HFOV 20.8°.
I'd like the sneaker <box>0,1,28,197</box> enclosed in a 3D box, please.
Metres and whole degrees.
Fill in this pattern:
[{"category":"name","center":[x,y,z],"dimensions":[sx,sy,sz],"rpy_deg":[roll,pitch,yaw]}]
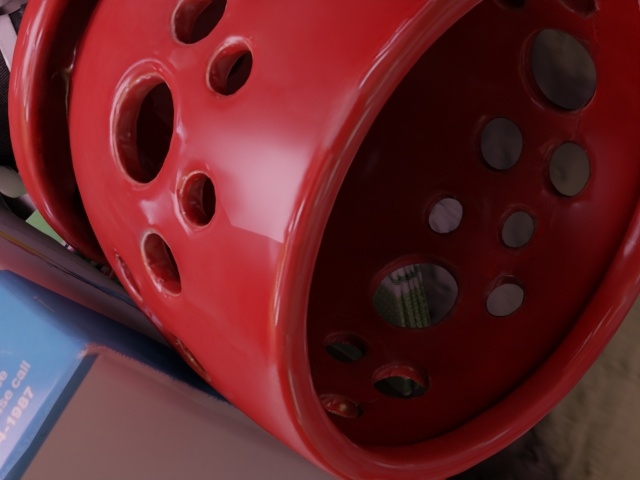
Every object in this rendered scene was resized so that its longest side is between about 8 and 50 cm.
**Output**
[{"category":"sneaker","center":[-0.112,-0.074,0.824],"dimensions":[0.217,0.121,0.079],"rpy_deg":[-62,-47,-85]}]

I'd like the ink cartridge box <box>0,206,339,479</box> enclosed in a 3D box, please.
[{"category":"ink cartridge box","center":[-0.149,0.095,0.674],"dimensions":[0.270,0.198,0.197],"rpy_deg":[32,180,43]}]

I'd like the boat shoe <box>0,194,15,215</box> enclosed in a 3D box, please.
[{"category":"boat shoe","center":[-0.237,0.083,1.166],"dimensions":[0.119,0.121,0.335],"rpy_deg":[41,151,20]}]

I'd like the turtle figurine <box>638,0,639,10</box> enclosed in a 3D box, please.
[{"category":"turtle figurine","center":[0.058,-0.131,0.364],"dimensions":[0.266,0.198,0.274],"rpy_deg":[37,156,12]}]

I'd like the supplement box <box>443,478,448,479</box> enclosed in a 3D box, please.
[{"category":"supplement box","center":[-0.074,0.170,0.910],"dimensions":[0.357,0.194,0.195],"rpy_deg":[20,168,42]}]

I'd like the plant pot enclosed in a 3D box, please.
[{"category":"plant pot","center":[0.002,-0.040,0.580],"dimensions":[0.174,0.191,0.191],"rpy_deg":[32,150,36]}]

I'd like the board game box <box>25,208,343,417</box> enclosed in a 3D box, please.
[{"category":"board game box","center":[-0.146,0.119,0.826],"dimensions":[0.046,0.317,0.213],"rpy_deg":[37,-170,-46]}]

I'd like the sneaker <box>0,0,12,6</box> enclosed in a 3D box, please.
[{"category":"sneaker","center":[-0.288,-0.178,0.832],"dimensions":[0.316,0.127,0.182],"rpy_deg":[-9,112,21]}]

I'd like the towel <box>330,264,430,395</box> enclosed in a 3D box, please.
[{"category":"towel","center":[0.000,0.000,0.819],"dimensions":[0.113,0.023,0.152],"rpy_deg":[26,147,33]}]
